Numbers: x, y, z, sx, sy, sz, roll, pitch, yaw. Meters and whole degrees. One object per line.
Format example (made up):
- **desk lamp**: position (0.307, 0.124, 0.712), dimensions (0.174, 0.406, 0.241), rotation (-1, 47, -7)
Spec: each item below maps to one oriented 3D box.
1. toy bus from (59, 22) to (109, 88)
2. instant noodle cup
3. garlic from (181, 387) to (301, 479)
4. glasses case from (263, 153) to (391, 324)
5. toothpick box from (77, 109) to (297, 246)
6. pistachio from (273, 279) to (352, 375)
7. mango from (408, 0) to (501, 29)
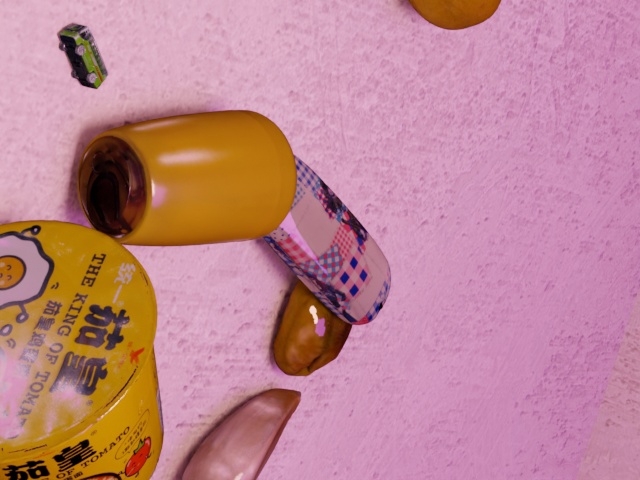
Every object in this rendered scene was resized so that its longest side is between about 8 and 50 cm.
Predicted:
- **toy bus**: position (-0.283, -0.221, 1.733), dimensions (0.037, 0.031, 0.083), rotation (-53, 145, -31)
- **instant noodle cup**: position (-0.323, 0.175, 1.668), dimensions (0.325, 0.325, 0.254), rotation (-49, 151, -27)
- **garlic**: position (-0.123, 0.325, 2.188), dimensions (0.318, 0.112, 0.143), rotation (-43, 162, -43)
- **glasses case**: position (0.000, 0.000, 2.150), dimensions (0.327, 0.076, 0.125), rotation (48, 53, -34)
- **toothpick box**: position (-0.175, -0.076, 1.841), dimensions (0.271, 0.175, 0.175), rotation (-8, 114, -49)
- **pistachio**: position (-0.010, 0.127, 2.244), dimensions (0.189, 0.100, 0.110), rotation (-66, 158, 2)
- **mango**: position (0.185, -0.454, 2.165), dimensions (0.195, 0.142, 0.332), rotation (-57, 142, -25)
